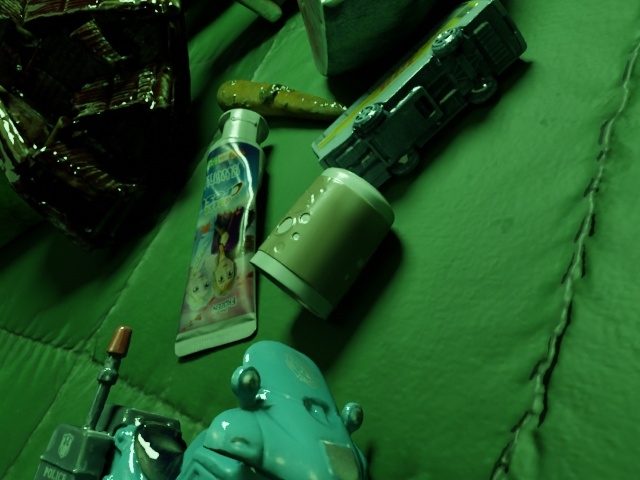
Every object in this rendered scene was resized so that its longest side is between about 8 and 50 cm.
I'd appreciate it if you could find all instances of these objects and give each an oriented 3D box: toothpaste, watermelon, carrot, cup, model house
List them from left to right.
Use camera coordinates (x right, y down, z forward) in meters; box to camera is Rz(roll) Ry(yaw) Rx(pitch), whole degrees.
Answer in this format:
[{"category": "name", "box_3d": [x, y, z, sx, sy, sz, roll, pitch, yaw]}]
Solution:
[{"category": "model house", "box_3d": [-0.281, -0.215, 0.776, 0.282, 0.297, 0.317, -38, 35, 22]}, {"category": "toothpaste", "box_3d": [-0.091, -0.018, 0.615, 0.096, 0.061, 0.266, -20, 50, 30]}, {"category": "carrot", "box_3d": [-0.046, -0.156, 0.703, 0.254, 0.049, 0.049, 20, 72, 47]}, {"category": "cup", "box_3d": [0.006, 0.004, 0.490, 0.074, 0.102, 0.099, 36, 81, 15]}, {"category": "watermelon", "box_3d": [0.070, -0.296, 0.632, 0.175, 0.188, 0.322, 3, 67, 16]}]

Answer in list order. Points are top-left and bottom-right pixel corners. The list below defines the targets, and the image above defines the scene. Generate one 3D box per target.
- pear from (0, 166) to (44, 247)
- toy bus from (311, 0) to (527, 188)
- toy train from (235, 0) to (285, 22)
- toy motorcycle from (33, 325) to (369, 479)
[{"category": "pear", "box_3d": [-0.567, -0.163, 1.069, 0.342, 0.238, 0.318, -25, 50, 27]}, {"category": "toy bus", "box_3d": [0.079, -0.118, 0.525, 0.190, 0.064, 0.075, -44, 24, 5]}, {"category": "toy train", "box_3d": [-0.149, -0.438, 0.839, 0.159, 0.326, 0.129, -54, 26, 18]}, {"category": "toy motorcycle", "box_3d": [-0.075, 0.151, 0.382, 0.272, 0.123, 0.182, -4, 64, 42]}]
